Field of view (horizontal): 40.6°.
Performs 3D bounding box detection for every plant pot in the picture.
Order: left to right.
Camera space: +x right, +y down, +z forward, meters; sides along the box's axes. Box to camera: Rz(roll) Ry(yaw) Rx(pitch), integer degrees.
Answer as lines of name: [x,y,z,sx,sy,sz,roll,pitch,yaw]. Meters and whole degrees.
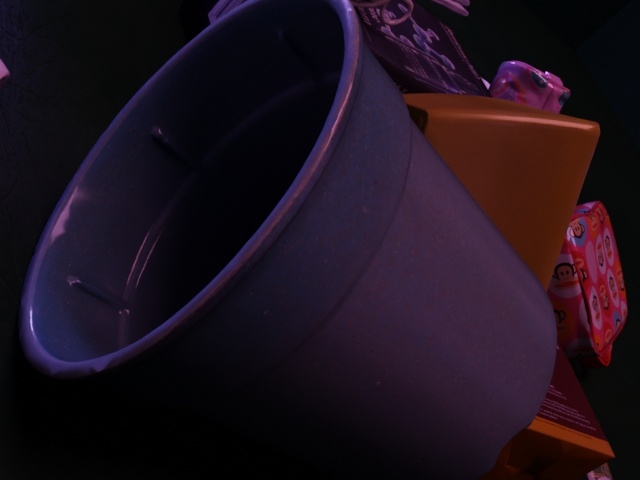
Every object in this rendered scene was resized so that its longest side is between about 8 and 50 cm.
plant pot: [0.001,0.034,0.707,0.334,0.341,0.341,39,27,-32]
plant pot: [0.156,-0.069,1.002,0.187,0.212,0.212,11,12,-22]

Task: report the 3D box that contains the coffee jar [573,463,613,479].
coffee jar: [0.304,0.308,1.002,0.079,0.096,0.184,23,37,-35]

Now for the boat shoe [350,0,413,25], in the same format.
boat shoe: [0.060,-0.328,1.008,0.156,0.136,0.367,47,17,-7]

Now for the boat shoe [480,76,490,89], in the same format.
boat shoe: [0.274,-0.332,1.810,0.096,0.098,0.277,25,25,-36]

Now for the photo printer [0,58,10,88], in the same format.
photo printer: [-0.369,-0.124,0.585,0.256,0.107,0.307,40,28,-15]

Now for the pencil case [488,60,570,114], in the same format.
pencil case: [0.271,-0.127,1.320,0.124,0.284,0.124,25,4,-2]

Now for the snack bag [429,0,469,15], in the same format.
snack bag: [0.041,-0.479,1.372,0.343,0.037,0.323,12,27,-44]

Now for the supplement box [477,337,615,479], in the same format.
supplement box: [0.195,0.174,0.982,0.191,0.129,0.194,24,36,-38]

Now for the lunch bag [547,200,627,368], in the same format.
lunch bag: [0.416,0.078,1.395,0.293,0.120,0.258,-15,91,-60]

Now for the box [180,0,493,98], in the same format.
box: [0.042,-0.224,1.200,0.395,0.212,0.293,23,35,-40]
